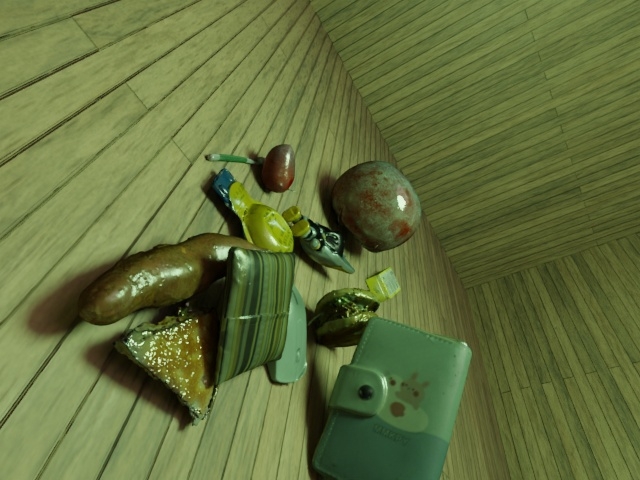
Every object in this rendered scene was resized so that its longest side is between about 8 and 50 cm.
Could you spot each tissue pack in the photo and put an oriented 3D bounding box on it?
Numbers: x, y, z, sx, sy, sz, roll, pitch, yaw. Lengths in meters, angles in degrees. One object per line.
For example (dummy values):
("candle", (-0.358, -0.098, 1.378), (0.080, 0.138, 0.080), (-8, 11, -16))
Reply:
("tissue pack", (0.230, 0.161, 1.601), (0.095, 0.062, 0.176), (66, 23, 4))

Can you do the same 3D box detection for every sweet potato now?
("sweet potato", (-0.216, 0.047, 0.662), (0.354, 0.106, 0.095), (-20, 114, -61))

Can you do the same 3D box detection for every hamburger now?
("hamburger", (0.058, 0.185, 1.070), (0.177, 0.185, 0.113), (105, -19, -61))

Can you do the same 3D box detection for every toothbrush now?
("toothbrush", (-0.191, -0.194, 1.052), (0.024, 0.018, 0.257), (65, 22, 2))

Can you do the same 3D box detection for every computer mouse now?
("computer mouse", (-0.072, 0.174, 0.900), (0.128, 0.079, 0.231), (-4, 76, -63))

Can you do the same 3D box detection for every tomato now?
("tomato", (0.182, -0.115, 1.492), (0.317, 0.282, 0.317), (47, 10, -10))

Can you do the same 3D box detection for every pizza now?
("pizza", (-0.213, 0.161, 0.620), (0.195, 0.052, 0.185), (41, 41, -55))

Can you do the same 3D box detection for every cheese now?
("cheese", (-0.136, -0.039, 0.962), (0.270, 0.069, 0.177), (54, 25, -24))

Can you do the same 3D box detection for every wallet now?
("wallet", (0.145, 0.339, 0.893), (0.083, 0.252, 0.360), (79, 31, -62))

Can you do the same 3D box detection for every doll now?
("doll", (0.002, 0.004, 1.168), (0.145, 0.103, 0.316), (29, -6, 29))

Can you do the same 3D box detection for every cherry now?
("cherry", (-0.108, -0.183, 1.129), (0.106, 0.087, 0.126), (-101, -169, -78))

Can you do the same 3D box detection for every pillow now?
("pillow", (-0.102, 0.118, 0.744), (0.212, 0.052, 0.208), (9, 86, -68))
